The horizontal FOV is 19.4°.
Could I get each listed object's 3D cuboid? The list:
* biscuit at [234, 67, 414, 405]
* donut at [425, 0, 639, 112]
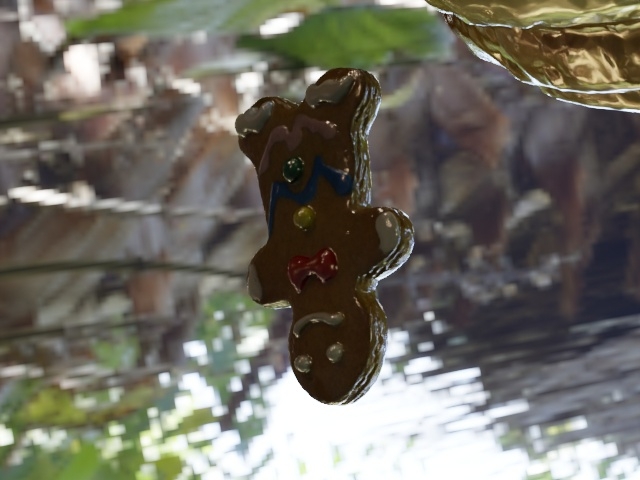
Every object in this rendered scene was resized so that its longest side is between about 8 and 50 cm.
[{"bbox_3d":[0.000,0.000,1.151,0.138,0.031,0.205,-16,-104,43],"label":"biscuit"},{"bbox_3d":[0.238,-0.214,0.968,0.449,0.449,0.198,22,-43,57],"label":"donut"}]
